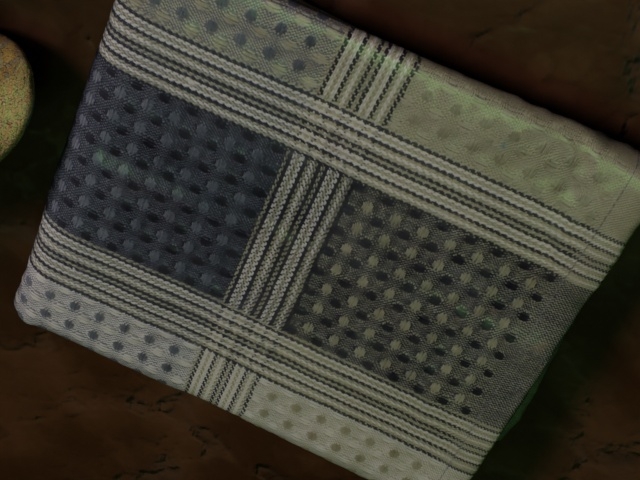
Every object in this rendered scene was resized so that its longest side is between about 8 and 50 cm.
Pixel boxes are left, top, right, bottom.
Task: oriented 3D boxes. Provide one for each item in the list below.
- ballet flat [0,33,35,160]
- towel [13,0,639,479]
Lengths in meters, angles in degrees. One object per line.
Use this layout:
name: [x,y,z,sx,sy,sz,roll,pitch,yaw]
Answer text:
ballet flat: [-0.336,-0.068,0.884,0.348,0.123,0.123,-5,126,24]
towel: [0.000,0.000,0.898,0.324,0.056,0.312,26,128,-1]
